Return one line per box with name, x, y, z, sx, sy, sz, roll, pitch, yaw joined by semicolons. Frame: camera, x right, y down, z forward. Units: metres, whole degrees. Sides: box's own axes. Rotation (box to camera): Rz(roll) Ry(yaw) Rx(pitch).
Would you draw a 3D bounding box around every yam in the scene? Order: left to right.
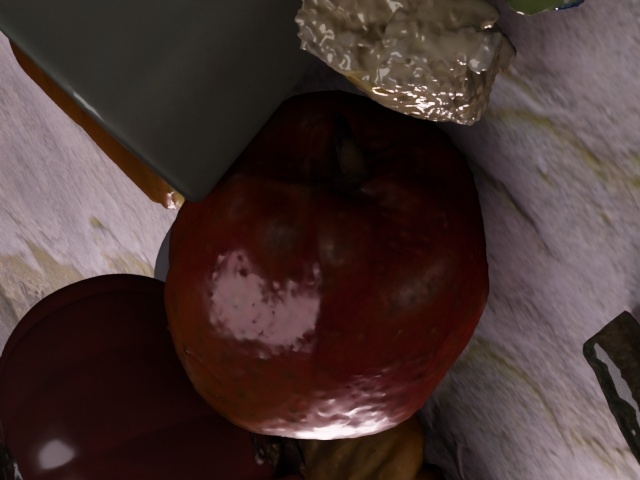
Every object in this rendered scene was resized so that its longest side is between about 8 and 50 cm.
yam;0.260;0.176;1.339;0.274;0.061;0.061;59;161;7

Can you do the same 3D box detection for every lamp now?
lamp;-0.149;0.176;1.634;0.303;0.257;0.303;163;90;-87

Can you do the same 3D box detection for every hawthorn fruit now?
hawthorn fruit;0.000;0.000;1.448;0.254;0.254;0.300;49;161;30

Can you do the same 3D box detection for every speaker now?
speaker;-0.176;-0.226;1.422;0.406;0.184;0.183;43;180;27

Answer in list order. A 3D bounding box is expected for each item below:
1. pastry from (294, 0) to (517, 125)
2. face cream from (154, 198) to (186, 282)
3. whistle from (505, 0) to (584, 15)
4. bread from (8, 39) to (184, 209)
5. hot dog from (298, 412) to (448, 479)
pastry;0.056;-0.126;1.228;0.121;0.089;0.258;34;-175;5
face cream;-0.087;-0.049;1.724;0.420;0.137;0.235;89;-169;-59
whistle;0.118;-0.180;1.153;0.227;0.085;0.105;32;155;54
bread;-0.228;-0.173;2.046;0.361;0.077;0.138;43;153;41
hot dog;0.015;0.245;1.864;0.367;0.196;0.365;53;159;-1
